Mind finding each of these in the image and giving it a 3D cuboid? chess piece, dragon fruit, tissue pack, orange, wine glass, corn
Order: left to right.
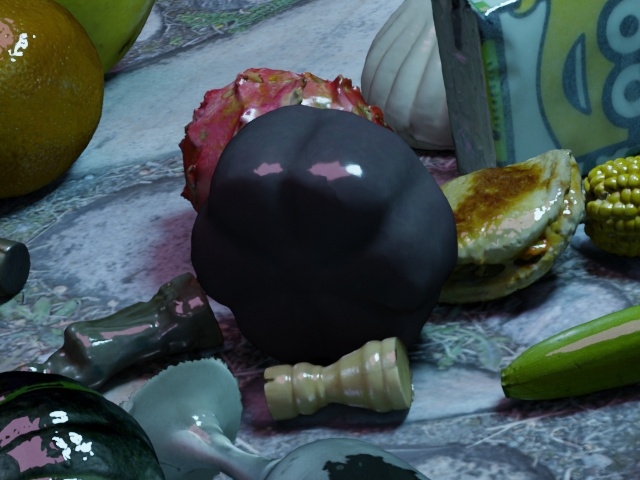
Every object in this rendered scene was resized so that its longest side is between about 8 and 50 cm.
[{"bbox_3d":[-0.383,-0.167,1.954,0.264,0.264,0.264,-9,28,5],"label":"orange"},{"bbox_3d":[-0.049,-0.078,1.721,0.268,0.205,0.210,16,75,44],"label":"dragon fruit"},{"bbox_3d":[-0.018,0.196,1.266,0.143,0.143,0.321,-32,36,-34],"label":"wine glass"},{"bbox_3d":[0.015,0.123,1.470,0.122,0.066,0.066,-10,27,13],"label":"chess piece"},{"bbox_3d":[0.282,-0.200,1.789,0.311,0.228,0.128,-20,30,-17],"label":"tissue pack"},{"bbox_3d":[0.376,-0.029,1.577,0.310,0.101,0.101,2,31,24],"label":"corn"}]

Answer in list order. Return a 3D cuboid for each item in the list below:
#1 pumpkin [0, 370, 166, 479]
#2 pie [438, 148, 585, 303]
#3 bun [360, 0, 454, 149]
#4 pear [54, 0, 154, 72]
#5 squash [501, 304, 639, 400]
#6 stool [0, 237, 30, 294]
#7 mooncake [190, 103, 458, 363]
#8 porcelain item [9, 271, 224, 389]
[{"bbox_3d":[-0.230,0.211,1.211,0.250,0.216,0.249,-13,66,31],"label":"pumpkin"},{"bbox_3d":[0.156,-0.019,1.629,0.205,0.084,0.179,-14,31,29],"label":"pie"},{"bbox_3d":[0.167,-0.227,1.946,0.263,0.175,0.263,-7,29,4],"label":"bun"},{"bbox_3d":[-0.378,-0.310,2.129,0.386,0.340,0.191,-28,30,24],"label":"pear"},{"bbox_3d":[0.248,0.094,1.437,0.201,0.066,0.066,-17,28,2],"label":"squash"},{"bbox_3d":[-0.462,-0.018,1.664,0.226,0.310,0.310,14,36,23],"label":"stool"},{"bbox_3d":[0.000,0.000,1.525,0.245,0.245,0.133,2,32,23],"label":"mooncake"},{"bbox_3d":[-0.203,0.101,1.591,0.216,0.069,0.081,-22,34,-11],"label":"porcelain item"}]
